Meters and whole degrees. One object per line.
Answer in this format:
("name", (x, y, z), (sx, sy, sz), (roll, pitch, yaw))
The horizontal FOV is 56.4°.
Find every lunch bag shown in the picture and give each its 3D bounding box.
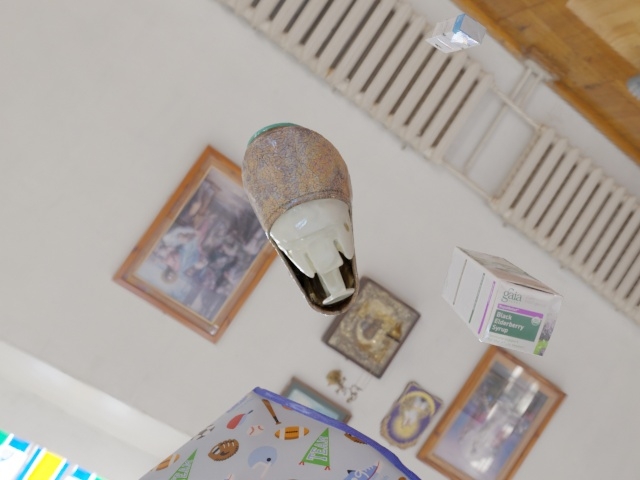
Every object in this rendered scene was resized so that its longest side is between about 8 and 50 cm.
("lunch bag", (-0.066, 0.436, 0.909), (0.386, 0.328, 0.238), (3, 120, 46))

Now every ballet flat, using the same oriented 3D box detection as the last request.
("ballet flat", (0.000, 0.000, 0.642), (0.316, 0.108, 0.106), (66, -178, -62))

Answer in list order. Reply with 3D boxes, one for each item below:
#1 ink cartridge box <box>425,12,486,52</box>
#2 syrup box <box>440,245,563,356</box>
("ink cartridge box", (0.208, -0.319, 0.923), (0.048, 0.028, 0.083), (22, 175, -28))
("syrup box", (0.265, 0.084, 0.911), (0.093, 0.096, 0.237), (14, -169, -5))
